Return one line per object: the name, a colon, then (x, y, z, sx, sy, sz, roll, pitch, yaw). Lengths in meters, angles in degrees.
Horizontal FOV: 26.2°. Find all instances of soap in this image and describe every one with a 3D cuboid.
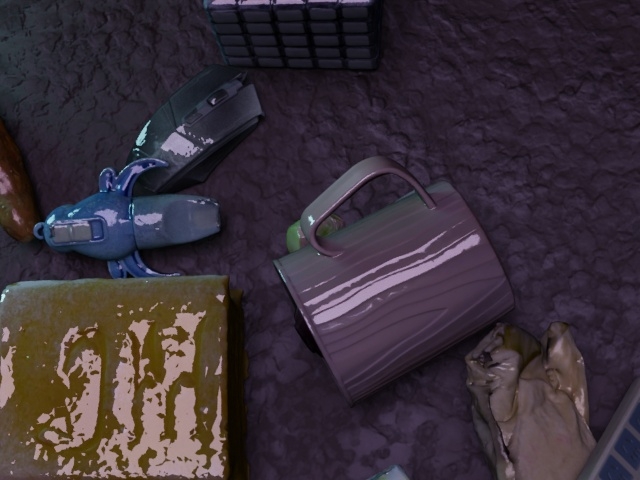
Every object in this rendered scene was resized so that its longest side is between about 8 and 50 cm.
soap: (-0.264, 0.200, 1.857, 0.335, 0.156, 0.293, -1, 77, 8)

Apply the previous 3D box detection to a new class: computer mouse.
computer mouse: (-0.183, -0.164, 1.977, 0.231, 0.071, 0.126, -42, 76, -6)

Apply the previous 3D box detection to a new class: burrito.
burrito: (0.283, 0.273, 1.782, 0.190, 0.135, 0.332, -7, 69, -27)

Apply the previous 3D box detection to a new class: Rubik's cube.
Rubik's cube: (-0.030, -0.386, 1.933, 0.238, 0.237, 0.237, 1, 75, 7)

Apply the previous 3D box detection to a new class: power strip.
power strip: (0.379, 0.304, 1.710, 0.106, 0.043, 0.367, 44, 48, -1)

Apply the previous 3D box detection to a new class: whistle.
whistle: (-0.271, -0.024, 1.932, 0.269, 0.093, 0.180, -4, 98, 1)

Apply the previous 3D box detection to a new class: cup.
cup: (0.081, 0.039, 1.816, 0.273, 0.208, 0.288, -28, 95, -3)

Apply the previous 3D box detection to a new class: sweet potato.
sweet potato: (-0.501, -0.150, 1.994, 0.106, 0.095, 0.354, -40, 78, -10)

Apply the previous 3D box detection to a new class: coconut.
coconut: (0.000, 0.000, 1.914, 0.083, 0.081, 0.082, 39, 79, -32)

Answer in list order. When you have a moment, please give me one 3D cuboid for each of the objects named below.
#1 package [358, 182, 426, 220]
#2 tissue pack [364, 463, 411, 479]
package: (0.108, -0.041, 1.945, 0.110, 0.015, 0.037, -30, 70, -3)
tissue pack: (0.018, 0.503, 1.746, 0.388, 0.162, 0.287, -34, 76, -4)
